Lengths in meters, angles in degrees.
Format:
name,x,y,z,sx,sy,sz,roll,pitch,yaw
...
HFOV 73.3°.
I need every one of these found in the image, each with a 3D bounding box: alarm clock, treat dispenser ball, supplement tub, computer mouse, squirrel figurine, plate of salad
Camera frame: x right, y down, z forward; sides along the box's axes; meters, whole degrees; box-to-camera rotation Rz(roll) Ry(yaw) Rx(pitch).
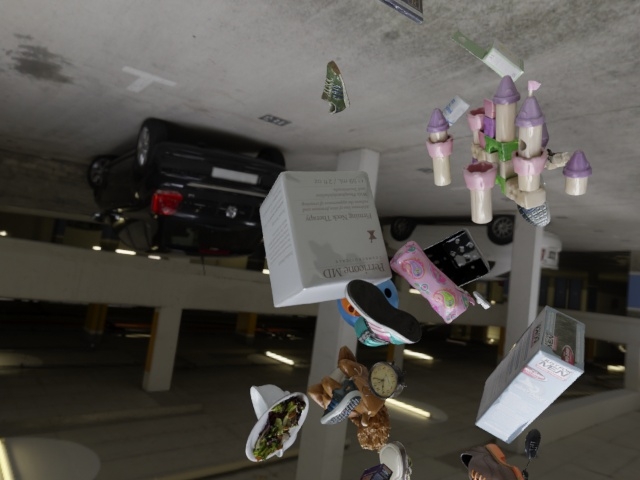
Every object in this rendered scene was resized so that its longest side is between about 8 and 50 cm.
name,x,y,z,sx,sy,sz,roll,pitch,yaw
alarm clock,0.226,0.517,1.571,0.192,0.130,0.064,-36,147,27
treat dispenser ball,0.222,0.281,2.028,0.287,0.289,0.288,7,175,1
supplement tub,0.535,-0.520,1.718,0.070,0.071,0.107,11,134,-35
computer mouse,0.777,0.826,1.629,0.041,0.242,0.071,16,-179,11
squirrel figurine,0.189,0.689,1.851,0.281,0.397,0.370,-38,-172,-24
plate of salad,-0.098,0.470,1.072,0.048,0.200,0.199,30,-170,39

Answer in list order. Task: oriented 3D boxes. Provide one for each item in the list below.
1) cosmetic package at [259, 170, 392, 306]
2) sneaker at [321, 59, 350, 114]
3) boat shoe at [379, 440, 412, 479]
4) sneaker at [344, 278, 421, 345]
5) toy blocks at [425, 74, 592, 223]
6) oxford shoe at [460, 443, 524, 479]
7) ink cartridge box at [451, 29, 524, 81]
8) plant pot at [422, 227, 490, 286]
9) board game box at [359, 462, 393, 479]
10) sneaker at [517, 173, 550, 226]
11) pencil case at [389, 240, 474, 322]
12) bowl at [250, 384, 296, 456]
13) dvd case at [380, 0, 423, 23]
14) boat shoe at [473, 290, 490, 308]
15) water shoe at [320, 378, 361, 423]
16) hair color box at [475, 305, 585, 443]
name,x,y,z,sx,sy,sz,roll,pitch,yaw
cosmetic package,0.000,0.000,1.526,0.329,0.394,0.327,-5,163,-24
sneaker,0.040,-0.521,1.499,0.086,0.064,0.192,-31,142,-2
boat shoe,0.300,0.881,1.668,0.096,0.325,0.116,-20,-146,-27
sneaker,0.151,0.234,1.335,0.295,0.124,0.178,38,141,-19
toy blocks,0.414,-0.239,0.943,0.308,0.260,0.289,-15,-151,-1
oxford shoe,0.536,0.750,1.326,0.132,0.130,0.364,-6,174,2
ink cartridge box,0.527,-0.596,1.346,0.235,0.171,0.056,39,129,-2
plant pot,0.535,0.060,1.664,0.187,0.188,0.167,-32,177,31
board game box,0.165,0.849,1.474,0.048,0.141,0.170,38,141,8
sneaker,0.784,-0.195,1.584,0.129,0.298,0.111,-7,167,-32
pencil case,0.354,0.130,1.379,0.284,0.124,0.124,44,175,2
bowl,-0.172,0.719,1.784,0.134,0.298,0.297,-19,-173,-25
dvd case,0.206,-0.697,1.118,0.164,0.222,0.018,6,170,-38
boat shoe,0.745,0.280,2.007,0.100,0.035,0.035,42,-149,-1
water shoe,0.064,0.519,1.382,0.072,0.080,0.203,15,129,-32
hair color box,0.582,0.383,1.210,0.113,0.375,0.185,27,-140,15
